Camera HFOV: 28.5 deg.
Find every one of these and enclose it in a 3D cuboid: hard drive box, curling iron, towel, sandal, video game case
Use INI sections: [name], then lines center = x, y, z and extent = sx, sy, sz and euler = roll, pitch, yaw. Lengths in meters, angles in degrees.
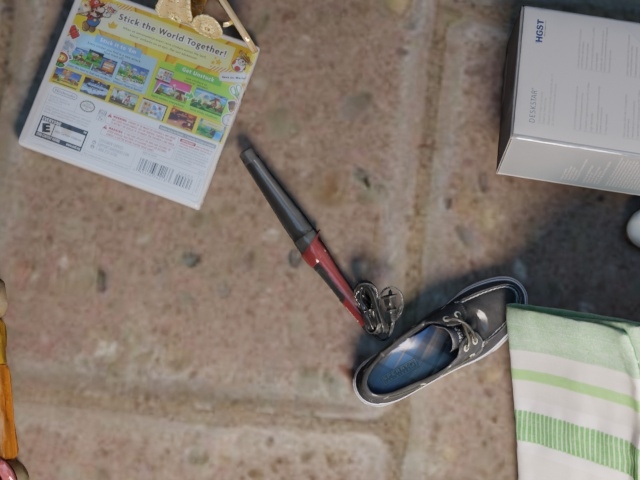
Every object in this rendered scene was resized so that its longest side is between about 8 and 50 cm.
[hard drive box]
center = 0.326, -0.155, 1.425
extent = 0.232, 0.089, 0.181
euler = 10, 65, 0
[curling iron]
center = 0.000, 0.000, 1.446
extent = 0.274, 0.035, 0.068
euler = 50, 122, 9
[towel]
center = 0.271, 0.236, 1.310
extent = 0.038, 0.248, 0.325
euler = -6, 94, -25
[sandal]
center = -0.162, -0.292, 1.462
extent = 0.079, 0.088, 0.240
euler = -31, 73, 1
[video game case]
center = -0.211, -0.168, 1.474
extent = 0.227, 0.026, 0.206
euler = 20, 83, 3

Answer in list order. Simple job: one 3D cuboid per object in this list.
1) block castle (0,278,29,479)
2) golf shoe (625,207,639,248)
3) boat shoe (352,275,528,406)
[block castle]
center = -0.549, 0.185, 1.328
extent = 0.453, 0.213, 0.303
euler = -7, 83, -2
[golf shoe]
center = 0.444, -0.023, 1.436
extent = 0.186, 0.086, 0.067
euler = -5, 85, 0
[boat shoe]
center = 0.138, 0.112, 1.417
extent = 0.228, 0.076, 0.080
euler = -28, 84, -4
